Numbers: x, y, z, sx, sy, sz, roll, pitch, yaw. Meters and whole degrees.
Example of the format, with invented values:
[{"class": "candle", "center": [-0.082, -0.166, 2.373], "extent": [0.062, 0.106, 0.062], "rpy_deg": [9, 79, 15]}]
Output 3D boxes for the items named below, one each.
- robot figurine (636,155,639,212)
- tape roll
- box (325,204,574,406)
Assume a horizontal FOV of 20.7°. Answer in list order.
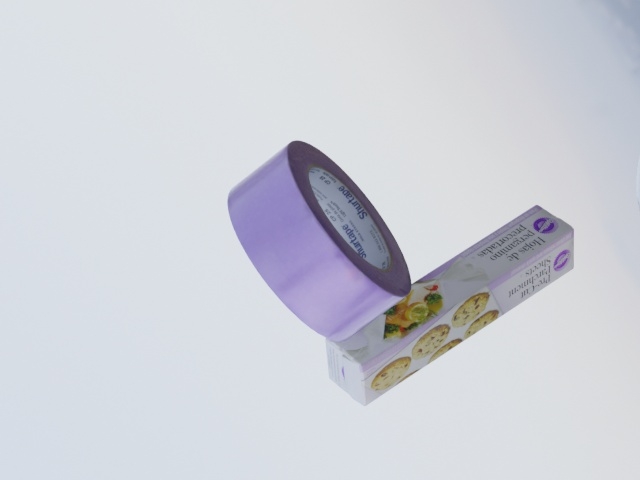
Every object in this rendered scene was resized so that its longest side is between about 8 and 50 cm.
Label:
[{"class": "robot figurine", "center": [0.404, -0.033, 1.449], "extent": [0.353, 0.199, 0.300], "rpy_deg": [19, -120, -35]}, {"class": "tape roll", "center": [0.000, 0.000, 1.711], "extent": [0.189, 0.080, 0.189], "rpy_deg": [45, -161, -20]}, {"class": "box", "center": [0.147, 0.068, 1.937], "extent": [0.063, 0.324, 0.067], "rpy_deg": [36, 145, 38]}]
